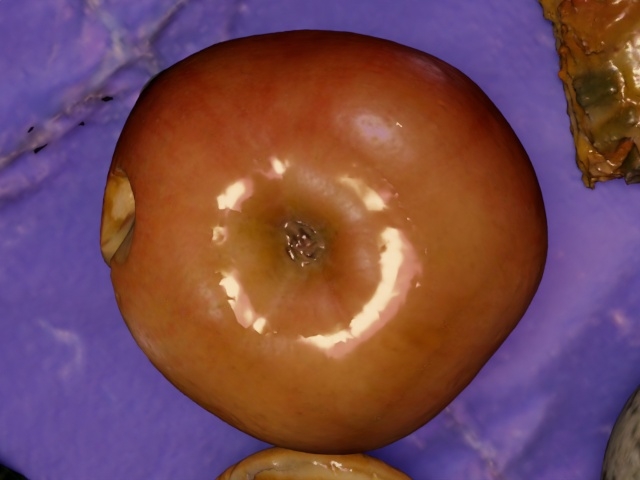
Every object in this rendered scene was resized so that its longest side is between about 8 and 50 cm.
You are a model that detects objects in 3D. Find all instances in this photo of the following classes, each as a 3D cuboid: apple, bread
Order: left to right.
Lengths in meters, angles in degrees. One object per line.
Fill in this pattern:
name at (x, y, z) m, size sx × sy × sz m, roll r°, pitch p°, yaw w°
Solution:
bread at (-0.001, 0.124, 0.668) m, size 0.110 × 0.110 × 0.024 m, roll 3°, pitch 48°, yaw 2°
apple at (0.000, 0.000, 0.613) m, size 0.199 × 0.199 × 0.199 m, roll 0°, pitch 93°, yaw -1°

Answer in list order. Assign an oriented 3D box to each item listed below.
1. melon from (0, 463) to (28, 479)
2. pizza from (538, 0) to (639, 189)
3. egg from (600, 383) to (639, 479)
melon at (-0.175, 0.261, 0.620) m, size 0.331 × 0.226 × 0.344 m, roll 0°, pitch 95°, yaw -40°
pizza at (0.170, -0.108, 0.670) m, size 0.292 × 0.058 × 0.197 m, roll 37°, pitch 93°, yaw -3°
egg at (0.198, 0.094, 0.646) m, size 0.172 × 0.132 × 0.132 m, roll -35°, pitch 93°, yaw -9°
